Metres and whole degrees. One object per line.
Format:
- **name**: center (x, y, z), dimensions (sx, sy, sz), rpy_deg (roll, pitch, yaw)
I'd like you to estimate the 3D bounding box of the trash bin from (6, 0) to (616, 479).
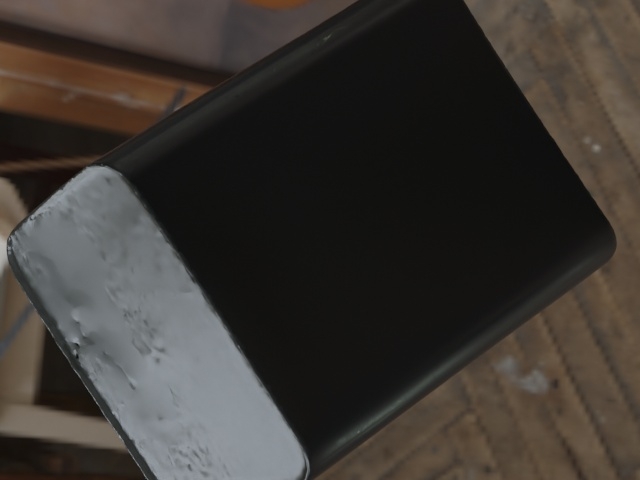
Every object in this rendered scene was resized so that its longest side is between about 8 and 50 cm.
- **trash bin**: center (0.000, 0.000, 0.748), dimensions (0.115, 0.225, 0.165), rpy_deg (-32, 91, 43)
